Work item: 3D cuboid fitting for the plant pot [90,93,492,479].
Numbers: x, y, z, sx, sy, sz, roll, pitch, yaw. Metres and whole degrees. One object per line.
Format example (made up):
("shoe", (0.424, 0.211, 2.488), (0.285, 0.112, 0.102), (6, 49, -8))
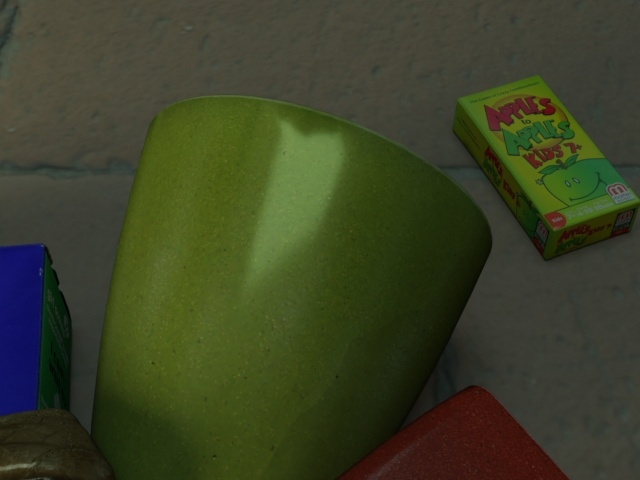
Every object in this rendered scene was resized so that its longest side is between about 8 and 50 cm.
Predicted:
("plant pot", (-0.049, 0.094, 0.821), (0.274, 0.275, 0.293), (16, 69, 11))

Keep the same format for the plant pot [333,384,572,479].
("plant pot", (0.036, 0.282, 0.596), (0.235, 0.267, 0.267), (-14, 49, -38))

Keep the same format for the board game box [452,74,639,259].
("board game box", (0.208, -0.073, 1.078), (0.092, 0.043, 0.181), (-18, 53, -15))

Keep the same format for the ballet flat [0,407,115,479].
("ballet flat", (-0.297, 0.155, 0.690), (0.342, 0.116, 0.124), (-8, 32, -9))

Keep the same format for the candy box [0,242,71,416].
("candy box", (-0.323, 0.163, 0.820), (0.268, 0.122, 0.317), (-4, 52, -4))
